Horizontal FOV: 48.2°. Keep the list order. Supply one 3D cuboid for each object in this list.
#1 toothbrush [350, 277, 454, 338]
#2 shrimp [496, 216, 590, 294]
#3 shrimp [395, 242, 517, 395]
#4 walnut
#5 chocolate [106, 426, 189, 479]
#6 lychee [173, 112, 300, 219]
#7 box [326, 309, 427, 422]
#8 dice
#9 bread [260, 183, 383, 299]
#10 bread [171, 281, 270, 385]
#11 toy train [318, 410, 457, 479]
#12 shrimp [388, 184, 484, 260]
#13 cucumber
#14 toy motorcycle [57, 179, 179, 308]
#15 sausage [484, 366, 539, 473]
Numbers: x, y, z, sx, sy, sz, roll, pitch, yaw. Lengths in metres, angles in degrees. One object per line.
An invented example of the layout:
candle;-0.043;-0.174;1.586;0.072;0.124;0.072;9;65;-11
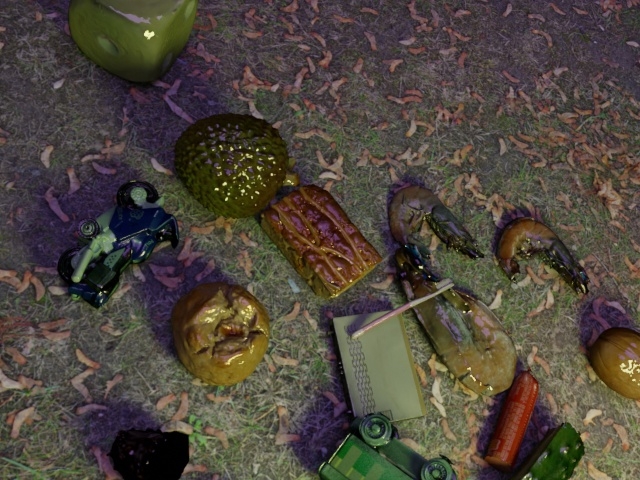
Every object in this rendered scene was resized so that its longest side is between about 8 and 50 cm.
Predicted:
toothbrush;0.197;0.164;1.732;0.287;0.020;0.025;-27;72;-10
shrimp;0.609;0.066;1.976;0.222;0.054;0.290;-38;78;-29
shrimp;0.341;0.189;1.816;0.221;0.110;0.445;-32;82;-33
walnut;0.804;0.319;1.864;0.207;0.167;0.167;38;61;-1
chocolate;-0.368;0.438;1.478;0.133;0.156;0.156;22;58;25
lychee;-0.202;-0.182;1.724;0.270;0.320;0.269;-17;48;20
box;0.132;0.307;1.724;0.211;0.045;0.270;-7;69;-19
dice;-0.474;-0.577;1.827;0.252;0.254;0.249;28;64;-5
bread;0.000;0.000;1.788;0.185;0.114;0.274;-35;78;-28
bread;-0.224;0.198;1.615;0.245;0.134;0.244;8;65;-17
toy train;0.156;0.509;1.529;0.301;0.120;0.202;30;71;27
shrimp;0.296;-0.024;1.916;0.178;0.075;0.289;-38;82;-20
cucumber;0.503;0.571;1.673;0.325;0.145;0.105;-38;75;-24
toy motorcycle;-0.449;0.006;1.645;0.196;0.125;0.331;32;57;0
sausage;0.480;0.430;1.759;0.074;0.074;0.274;31;61;-1
